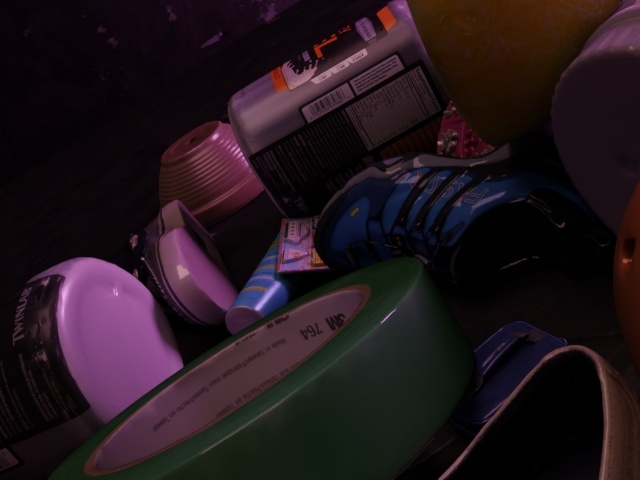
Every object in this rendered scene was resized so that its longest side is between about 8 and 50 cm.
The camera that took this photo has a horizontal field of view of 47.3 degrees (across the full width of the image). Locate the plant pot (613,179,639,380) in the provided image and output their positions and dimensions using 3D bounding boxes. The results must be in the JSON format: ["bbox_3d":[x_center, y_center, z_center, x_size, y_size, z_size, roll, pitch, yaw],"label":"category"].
[{"bbox_3d":[0.250,0.029,0.283,0.291,0.291,0.203,-30,10,6],"label":"plant pot"}]

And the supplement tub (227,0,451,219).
[{"bbox_3d":[0.058,-0.174,0.935,0.316,0.193,0.193,-28,25,8],"label":"supplement tub"}]

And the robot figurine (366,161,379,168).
[{"bbox_3d":[0.089,-0.059,0.840,0.115,0.067,0.101,3,48,52],"label":"robot figurine"}]

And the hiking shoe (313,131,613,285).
[{"bbox_3d":[0.110,-0.016,0.684,0.304,0.113,0.132,-17,31,33],"label":"hiking shoe"}]

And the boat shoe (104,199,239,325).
[{"bbox_3d":[-0.205,0.060,0.927,0.158,0.127,0.340,-40,17,0],"label":"boat shoe"}]

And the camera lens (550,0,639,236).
[{"bbox_3d":[0.327,-0.121,0.497,0.274,0.219,0.219,-38,26,-12],"label":"camera lens"}]

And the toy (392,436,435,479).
[{"bbox_3d":[-0.033,0.207,0.516,0.237,0.056,0.137,-38,19,-20],"label":"toy"}]

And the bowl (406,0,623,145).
[{"bbox_3d":[0.173,-0.235,0.583,0.156,0.289,0.289,-15,30,28],"label":"bowl"}]

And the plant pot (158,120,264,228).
[{"bbox_3d":[-0.188,-0.124,1.228,0.237,0.110,0.237,-26,27,14],"label":"plant pot"}]

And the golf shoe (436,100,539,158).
[{"bbox_3d":[0.223,-0.162,0.799,0.115,0.140,0.306,8,76,51],"label":"golf shoe"}]

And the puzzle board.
[{"bbox_3d":[0.000,0.000,0.856,0.096,0.011,0.128,-3,29,2],"label":"puzzle board"}]

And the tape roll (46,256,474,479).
[{"bbox_3d":[-0.047,0.126,0.535,0.321,0.077,0.321,-31,4,3],"label":"tape roll"}]

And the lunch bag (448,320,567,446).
[{"bbox_3d":[0.134,0.102,0.501,0.098,0.065,0.067,-39,26,-12],"label":"lunch bag"}]

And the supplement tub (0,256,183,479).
[{"bbox_3d":[-0.327,0.171,0.745,0.338,0.207,0.207,-25,26,16],"label":"supplement tub"}]

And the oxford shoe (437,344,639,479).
[{"bbox_3d":[0.033,0.214,0.321,0.140,0.146,0.397,4,44,51],"label":"oxford shoe"}]

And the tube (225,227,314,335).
[{"bbox_3d":[-0.046,0.037,0.855,0.080,0.052,0.207,-2,31,22],"label":"tube"}]
